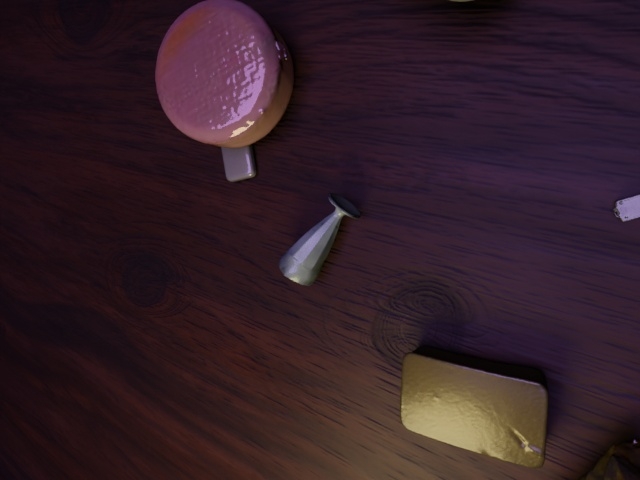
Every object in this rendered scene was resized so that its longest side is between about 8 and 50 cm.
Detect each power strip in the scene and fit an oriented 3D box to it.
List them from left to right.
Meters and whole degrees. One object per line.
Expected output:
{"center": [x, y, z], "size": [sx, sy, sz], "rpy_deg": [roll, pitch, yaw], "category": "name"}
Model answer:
{"center": [0.394, -0.046, 0.502], "size": [0.083, 0.017, 0.027], "rpy_deg": [-20, 85, 31], "category": "power strip"}

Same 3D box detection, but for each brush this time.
{"center": [0.216, 0.229, 0.611], "size": [0.197, 0.059, 0.123], "rpy_deg": [5, 100, 32], "category": "brush"}

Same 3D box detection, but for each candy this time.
{"center": [-0.163, -0.289, 0.750], "size": [0.255, 0.094, 0.255], "rpy_deg": [1, 94, 17], "category": "candy"}

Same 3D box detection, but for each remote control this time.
{"center": [-0.171, -0.246, 0.824], "size": [0.067, 0.029, 0.260], "rpy_deg": [-9, 91, 24], "category": "remote control"}

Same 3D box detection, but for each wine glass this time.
{"center": [0.000, 0.000, 0.718], "size": [0.073, 0.073, 0.155], "rpy_deg": [46, 112, 20], "category": "wine glass"}

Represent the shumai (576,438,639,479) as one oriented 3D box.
{"center": [0.313, 0.365, 0.488], "size": [0.185, 0.184, 0.218], "rpy_deg": [-19, 98, 29], "category": "shumai"}
